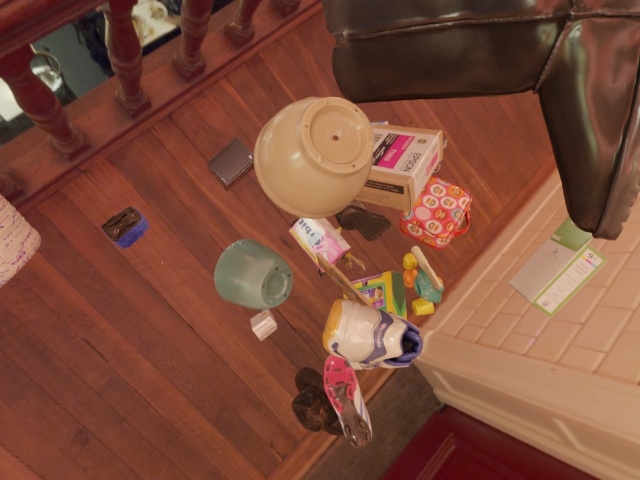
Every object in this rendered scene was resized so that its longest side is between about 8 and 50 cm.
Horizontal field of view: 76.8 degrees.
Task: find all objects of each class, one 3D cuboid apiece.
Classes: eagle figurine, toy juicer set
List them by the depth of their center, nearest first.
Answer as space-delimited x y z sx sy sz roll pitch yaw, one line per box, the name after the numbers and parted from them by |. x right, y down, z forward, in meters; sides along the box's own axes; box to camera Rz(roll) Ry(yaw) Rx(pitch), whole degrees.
0.363 0.119 1.397 0.089 0.329 0.209 -15 63 -5 | toy juicer set
0.014 0.030 1.612 0.298 0.226 0.225 3 92 -46 | eagle figurine

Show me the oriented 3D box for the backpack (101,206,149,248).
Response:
-0.623 -0.044 1.308 0.098 0.101 0.120 40 77 16 | backpack

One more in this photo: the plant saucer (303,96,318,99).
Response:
-0.035 -0.454 1.570 0.037 0.200 0.200 -27 98 -52 | plant saucer

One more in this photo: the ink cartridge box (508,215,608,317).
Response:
0.497 0.044 0.824 0.062 0.109 0.209 34 104 -7 | ink cartridge box

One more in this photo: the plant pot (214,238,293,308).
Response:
-0.259 0.160 1.706 0.293 0.235 0.293 -20 117 -44 | plant pot

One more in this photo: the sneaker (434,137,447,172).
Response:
0.498 -0.360 1.749 0.104 0.262 0.125 -19 89 1 | sneaker

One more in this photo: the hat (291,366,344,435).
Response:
-0.034 0.726 1.739 0.134 0.331 0.331 -24 96 -39 | hat

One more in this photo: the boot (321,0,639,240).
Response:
0.212 -0.215 0.575 0.146 0.445 0.367 -31 127 -47 | boot

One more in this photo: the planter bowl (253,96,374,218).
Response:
0.003 -0.118 0.526 0.162 0.109 0.162 4 79 -20 | planter bowl

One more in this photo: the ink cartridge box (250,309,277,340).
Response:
-0.272 0.398 1.935 0.104 0.181 0.062 -37 105 -6 | ink cartridge box

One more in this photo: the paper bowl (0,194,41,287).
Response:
-0.511 0.030 0.473 0.284 0.284 0.148 -40 122 -19 | paper bowl

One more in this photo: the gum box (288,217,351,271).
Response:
0.000 0.000 1.306 0.188 0.107 0.062 49 28 11 | gum box

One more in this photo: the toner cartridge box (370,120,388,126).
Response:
0.262 -0.333 1.744 0.075 0.165 0.348 -40 121 -26 | toner cartridge box

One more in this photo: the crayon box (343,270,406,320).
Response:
0.272 0.348 2.083 0.106 0.363 0.313 13 68 -36 | crayon box

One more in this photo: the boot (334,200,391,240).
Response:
0.126 -0.129 1.521 0.118 0.223 0.338 -43 147 15 | boot

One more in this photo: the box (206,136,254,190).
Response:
-0.334 -0.284 1.528 0.153 0.207 0.108 -43 98 -10 | box

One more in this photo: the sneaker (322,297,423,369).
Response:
0.110 0.180 0.687 0.130 0.296 0.112 10 78 25 | sneaker

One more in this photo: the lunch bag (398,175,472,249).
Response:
0.494 -0.112 1.675 0.258 0.120 0.293 30 64 21 | lunch bag

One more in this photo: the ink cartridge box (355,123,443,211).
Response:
0.175 -0.191 1.006 0.235 0.193 0.088 -53 145 -35 | ink cartridge box

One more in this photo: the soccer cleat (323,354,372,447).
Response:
0.090 0.551 1.417 0.116 0.143 0.331 -17 86 2 | soccer cleat

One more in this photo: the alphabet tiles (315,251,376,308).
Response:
0.110 0.169 1.075 0.011 0.285 0.342 -43 77 -7 | alphabet tiles
